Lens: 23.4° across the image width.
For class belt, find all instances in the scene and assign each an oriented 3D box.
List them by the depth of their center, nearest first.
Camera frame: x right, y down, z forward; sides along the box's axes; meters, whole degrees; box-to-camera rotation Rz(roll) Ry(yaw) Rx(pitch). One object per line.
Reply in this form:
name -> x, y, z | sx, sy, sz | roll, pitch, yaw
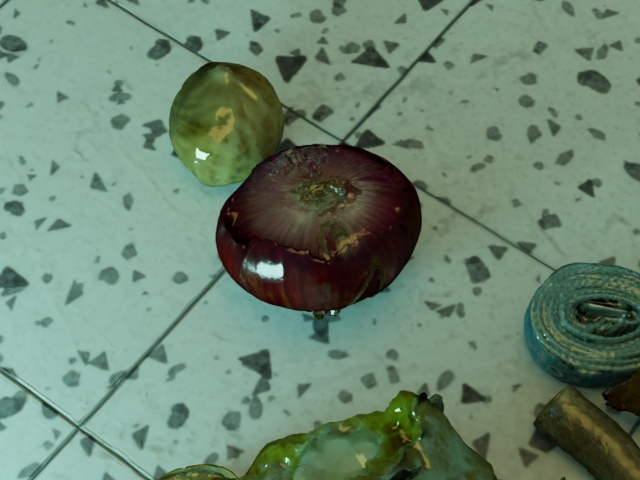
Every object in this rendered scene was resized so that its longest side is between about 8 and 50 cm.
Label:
belt -> 0.317, 0.100, 1.763 | 0.163, 0.082, 0.148 | 32, 73, 11

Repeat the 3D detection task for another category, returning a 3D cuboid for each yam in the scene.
yam -> 0.355, 0.272, 1.665 | 0.066, 0.066, 0.299 | -37, 65, -22

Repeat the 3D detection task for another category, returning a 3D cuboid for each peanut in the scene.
peanut -> -0.117, -0.141, 1.903 | 0.140, 0.109, 0.159 | 12, 69, 20

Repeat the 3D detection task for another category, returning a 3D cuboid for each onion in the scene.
onion -> -0.003, -0.010, 1.788 | 0.248, 0.161, 0.248 | 5, 50, -7

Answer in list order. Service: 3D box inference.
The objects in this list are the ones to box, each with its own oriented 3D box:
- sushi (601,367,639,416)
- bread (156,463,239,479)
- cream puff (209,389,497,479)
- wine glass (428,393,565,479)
sushi -> 0.466, 0.176, 1.681 | 0.287, 0.140, 0.149 | -13, 55, -6
bread -> -0.129, 0.314, 1.633 | 0.117, 0.064, 0.156 | -3, 58, 3
cream puff -> 0.024, 0.318, 1.499 | 0.323, 0.269, 0.274 | -30, 91, -49
wine glass -> 0.162, 0.256, 1.652 | 0.122, 0.122, 0.183 | -40, 59, -23
